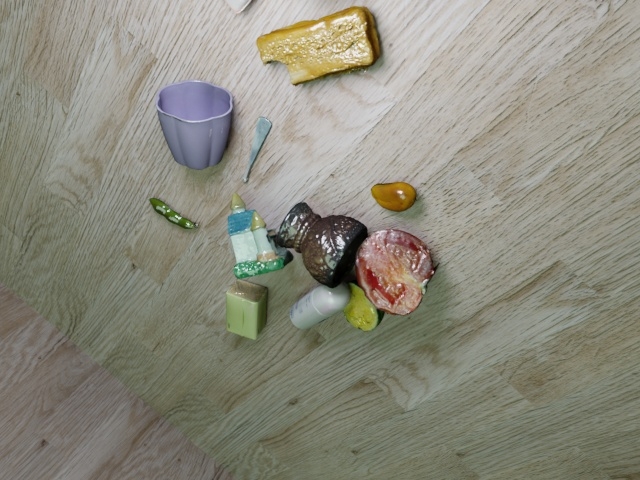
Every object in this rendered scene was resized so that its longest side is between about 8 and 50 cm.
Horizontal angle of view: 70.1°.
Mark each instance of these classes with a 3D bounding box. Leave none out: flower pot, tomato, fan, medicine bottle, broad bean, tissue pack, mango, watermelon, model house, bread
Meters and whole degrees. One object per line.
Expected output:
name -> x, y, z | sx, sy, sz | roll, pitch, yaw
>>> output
flower pot -> -0.446, -0.398, 1.625 | 0.264, 0.265, 0.243 | 24, 136, 8
tomato -> 0.264, 0.112, 1.669 | 0.308, 0.170, 0.309 | -1, 86, 8
fan -> -0.249, -0.336, 1.709 | 0.057, 0.023, 0.282 | 31, 125, 2
medicine bottle -> 0.001, 0.255, 1.836 | 0.130, 0.130, 0.341 | 42, 142, -5
broad bean -> -0.649, -0.110, 2.000 | 0.254, 0.046, 0.065 | 31, 120, 1
flower pot -> 0.000, 0.000, 1.672 | 0.267, 0.266, 0.267 | 32, 127, 17
tissue pack -> -0.336, 0.316, 2.072 | 0.159, 0.125, 0.234 | 17, 125, 13
mango -> 0.255, -0.153, 1.565 | 0.159, 0.084, 0.105 | 16, 127, 40
watermelon -> 0.181, 0.242, 1.794 | 0.204, 0.127, 0.232 | 53, 141, 19
model house -> -0.253, -0.038, 1.774 | 0.193, 0.267, 0.325 | -16, 94, 7
bread -> -0.010, -0.583, 1.404 | 0.380, 0.109, 0.185 | -2, 123, 26

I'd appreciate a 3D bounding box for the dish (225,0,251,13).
dish -> -0.226, -0.817, 1.373 | 0.151, 0.077, 0.212 | 48, 126, -7
